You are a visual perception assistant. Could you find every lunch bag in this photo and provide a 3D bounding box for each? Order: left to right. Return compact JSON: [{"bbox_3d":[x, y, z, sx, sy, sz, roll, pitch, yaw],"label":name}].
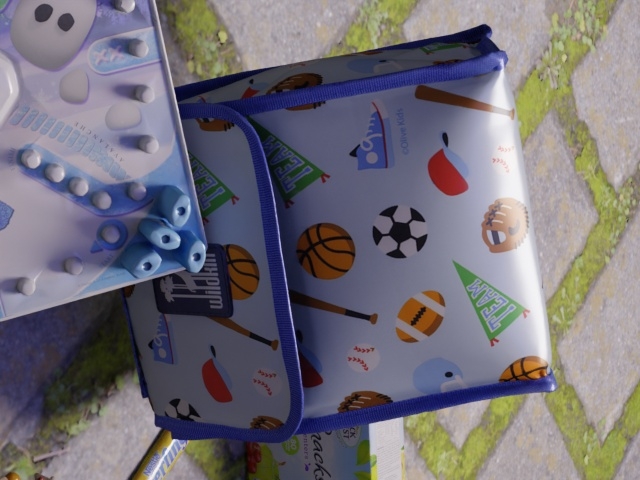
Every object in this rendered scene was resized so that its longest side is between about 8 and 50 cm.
[{"bbox_3d":[0.000,0.000,1.370,0.239,0.385,0.328,-83,164,-77],"label":"lunch bag"}]

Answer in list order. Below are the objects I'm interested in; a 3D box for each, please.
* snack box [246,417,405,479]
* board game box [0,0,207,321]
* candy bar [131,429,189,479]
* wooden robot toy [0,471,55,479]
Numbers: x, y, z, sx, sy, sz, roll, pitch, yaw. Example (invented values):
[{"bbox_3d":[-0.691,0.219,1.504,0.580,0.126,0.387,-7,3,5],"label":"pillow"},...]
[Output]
[{"bbox_3d":[0.002,0.177,1.595,0.070,0.174,0.207,-17,108,-51],"label":"snack box"},{"bbox_3d":[-0.304,-0.107,1.155,0.390,0.050,0.390,-16,110,-15],"label":"board game box"},{"bbox_3d":[-0.164,0.229,1.530,0.161,0.018,0.040,-57,132,-29],"label":"candy bar"},{"bbox_3d":[-0.312,0.238,1.343,0.173,0.076,0.079,-32,83,-42],"label":"wooden robot toy"}]
